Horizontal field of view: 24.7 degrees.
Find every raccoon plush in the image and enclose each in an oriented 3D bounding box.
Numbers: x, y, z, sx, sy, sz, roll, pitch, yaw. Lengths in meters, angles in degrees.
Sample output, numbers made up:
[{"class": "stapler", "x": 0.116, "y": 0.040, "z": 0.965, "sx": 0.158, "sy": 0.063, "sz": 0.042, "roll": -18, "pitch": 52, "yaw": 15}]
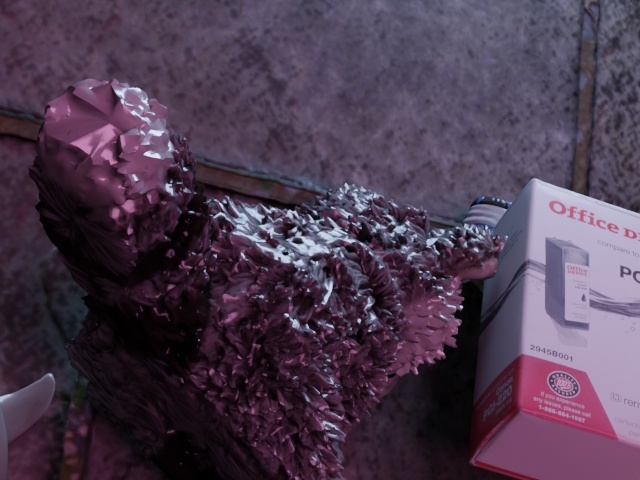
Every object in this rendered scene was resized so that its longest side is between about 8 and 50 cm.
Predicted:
[{"class": "raccoon plush", "x": 0.000, "y": 0.000, "z": 0.982, "sx": 0.216, "sy": 0.446, "sz": 0.299, "roll": 34, "pitch": 63, "yaw": 17}]

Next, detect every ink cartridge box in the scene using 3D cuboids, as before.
[{"class": "ink cartridge box", "x": 0.207, "y": 0.078, "z": 1.105, "sx": 0.158, "sy": 0.092, "sz": 0.218, "roll": 18, "pitch": 50, "yaw": -10}]

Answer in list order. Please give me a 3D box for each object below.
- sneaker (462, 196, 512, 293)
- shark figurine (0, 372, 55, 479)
[{"class": "sneaker", "x": 0.193, "y": 0.056, "z": 1.238, "sx": 0.211, "sy": 0.080, "sz": 0.081, "roll": 37, "pitch": 72, "yaw": -5}, {"class": "shark figurine", "x": -0.270, "y": 0.082, "z": 0.976, "sx": 0.166, "sy": 0.116, "sz": 0.278, "roll": -41, "pitch": 101, "yaw": -28}]
